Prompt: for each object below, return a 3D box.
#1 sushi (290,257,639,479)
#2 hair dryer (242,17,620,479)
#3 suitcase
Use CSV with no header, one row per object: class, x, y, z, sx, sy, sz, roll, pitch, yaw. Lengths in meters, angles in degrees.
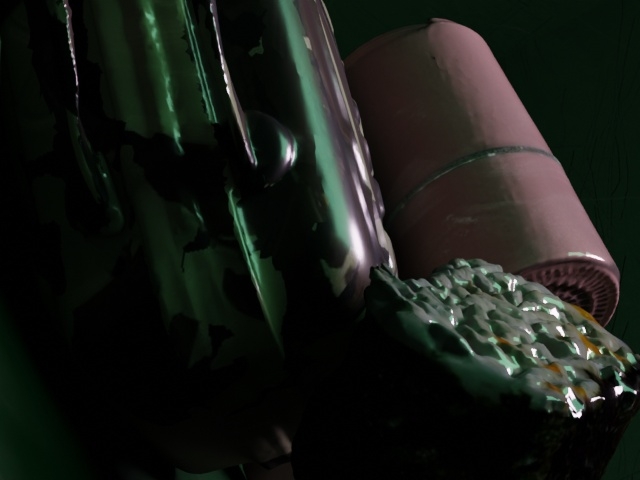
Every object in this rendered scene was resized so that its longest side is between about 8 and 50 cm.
sushi,0.081,0.087,0.911,0.136,0.126,0.225,32,8,19
hair dryer,0.030,0.046,1.214,0.125,0.352,0.210,5,46,-38
suitcase,-0.080,-0.068,1.002,0.339,0.194,0.351,66,8,-68
